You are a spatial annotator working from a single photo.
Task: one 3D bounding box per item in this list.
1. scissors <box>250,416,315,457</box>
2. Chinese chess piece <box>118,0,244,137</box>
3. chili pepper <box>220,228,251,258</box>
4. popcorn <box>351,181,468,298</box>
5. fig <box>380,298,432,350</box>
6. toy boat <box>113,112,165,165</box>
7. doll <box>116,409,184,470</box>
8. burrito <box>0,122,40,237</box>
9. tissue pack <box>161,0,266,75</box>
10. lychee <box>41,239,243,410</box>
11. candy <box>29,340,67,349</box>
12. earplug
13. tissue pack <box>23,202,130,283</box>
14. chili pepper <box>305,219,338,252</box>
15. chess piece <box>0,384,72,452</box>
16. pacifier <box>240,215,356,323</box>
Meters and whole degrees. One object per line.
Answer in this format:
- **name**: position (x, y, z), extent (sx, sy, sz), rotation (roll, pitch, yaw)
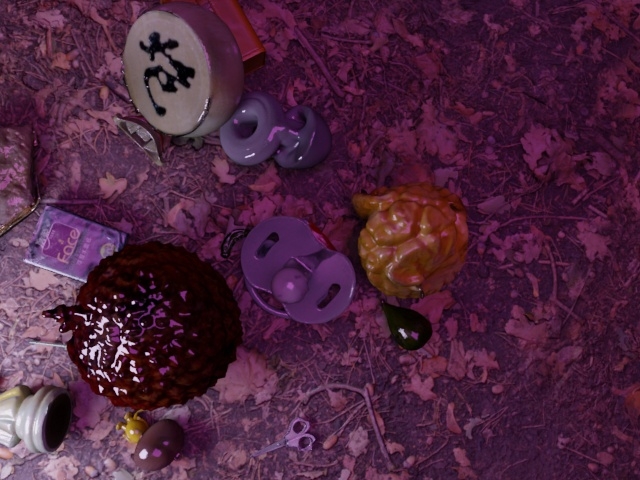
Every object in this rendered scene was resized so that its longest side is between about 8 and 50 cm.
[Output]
- **scissors**: position (-0.110, 0.571, 1.841), extent (0.189, 0.015, 0.100), rotation (-21, 91, -9)
- **Chinese chess piece**: position (-0.366, -0.447, 1.727), extent (0.146, 0.349, 0.349), rotation (-32, 91, -50)
- **chili pepper**: position (-0.246, 0.000, 1.863), extent (0.118, 0.035, 0.055), rotation (-41, 105, -19)
- **popcorn**: position (0.233, -0.019, 1.818), extent (0.349, 0.349, 0.382), rotation (-27, 51, -10)
- **fig**: position (0.236, 0.239, 1.884), extent (0.177, 0.117, 0.117), rotation (37, 80, 12)
- **toy boat**: position (-0.491, -0.292, 1.818), extent (0.185, 0.089, 0.071), rotation (47, 43, -21)
- **doll**: position (-0.450, 0.529, 1.760), extent (0.145, 0.096, 0.188), rotation (-28, 64, -25)
- **burrito**: position (-0.840, -0.146, 1.749), extent (0.175, 0.107, 0.348), rotation (-3, 83, 4)
- **tissue pack**: position (-0.300, -0.595, 1.850), extent (0.194, 0.145, 0.275), rotation (-31, 91, -12)
- **lychee**: position (-0.434, 0.208, 1.628), extent (0.499, 0.424, 0.425), rotation (20, 81, -33)
- **candy**: position (-0.685, 0.286, 1.763), extent (0.200, 0.060, 0.061), rotation (8, 84, -1)
- **earplug**: position (-0.127, -0.301, 1.848), extent (0.325, 0.175, 0.214), rotation (12, 88, 2)
- **tissue pack**: position (-0.657, 0.019, 1.774), extent (0.235, 0.073, 0.173), rotation (22, 82, -8)
- **chili pepper**: position (0.000, 0.000, 1.902), extent (0.178, 0.027, 0.045), rotation (44, 80, -5)
- **chess piece**: position (-0.815, 0.449, 1.689), extent (0.298, 0.176, 0.176), rotation (4, 84, 4)
- **pacifier**: position (-0.079, 0.107, 1.768), extent (0.343, 0.269, 0.288), rotation (38, 105, -1)
